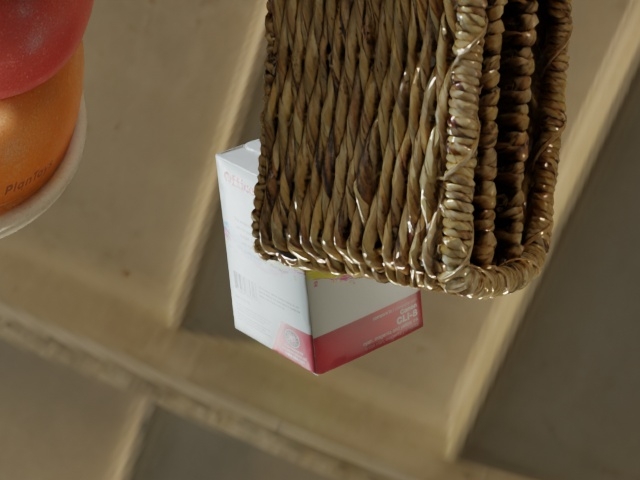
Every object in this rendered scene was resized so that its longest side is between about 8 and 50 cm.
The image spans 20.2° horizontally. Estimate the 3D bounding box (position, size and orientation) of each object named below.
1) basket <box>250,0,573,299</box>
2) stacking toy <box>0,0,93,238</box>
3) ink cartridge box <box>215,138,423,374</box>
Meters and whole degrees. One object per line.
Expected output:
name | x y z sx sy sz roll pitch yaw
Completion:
basket | 0.103 -0.115 1.196 0.223 0.213 0.299 6 -87 53
stacking toy | -0.258 -0.251 1.255 0.350 0.350 0.480 32 -49 -5
ink cartridge box | 0.000 0.000 1.578 0.128 0.127 0.176 28 -48 48
